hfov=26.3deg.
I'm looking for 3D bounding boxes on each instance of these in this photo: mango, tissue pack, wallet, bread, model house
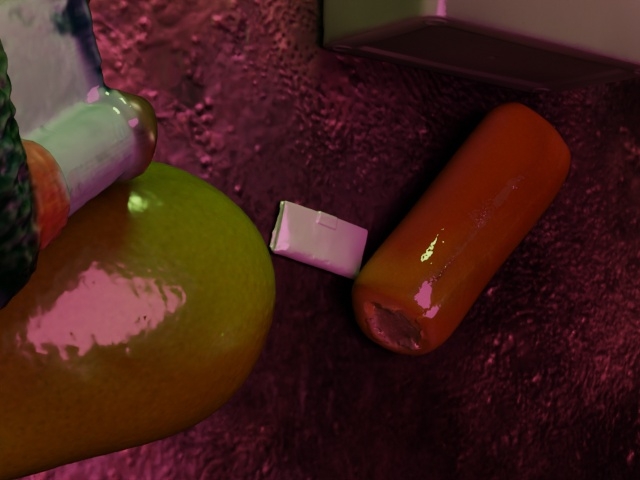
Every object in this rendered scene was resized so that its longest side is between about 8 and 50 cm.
[{"bbox_3d":[-0.154,0.046,0.884,0.273,0.149,0.185,-14,96,-29],"label":"mango"},{"bbox_3d":[0.140,-0.208,1.091,0.246,0.159,0.135,8,83,-33],"label":"tissue pack"},{"bbox_3d":[0.000,0.000,1.068,0.083,0.011,0.044,20,75,-30],"label":"wallet"},{"bbox_3d":[0.120,-0.009,1.110,0.239,0.074,0.092,-51,125,-25],"label":"bread"},{"bbox_3d":[-0.213,-0.098,0.826,0.291,0.253,0.184,-44,131,-47],"label":"model house"}]
